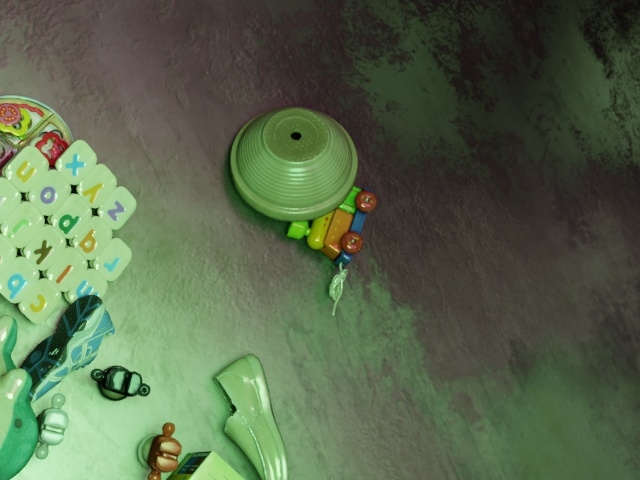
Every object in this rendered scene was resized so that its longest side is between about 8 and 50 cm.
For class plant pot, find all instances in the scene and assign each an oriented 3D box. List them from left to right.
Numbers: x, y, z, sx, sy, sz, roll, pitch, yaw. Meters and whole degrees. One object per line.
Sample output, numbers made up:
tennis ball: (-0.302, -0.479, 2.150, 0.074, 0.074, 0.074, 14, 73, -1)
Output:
plant pot: (-0.048, -0.162, 1.910, 0.237, 0.110, 0.237, 1, 62, -2)

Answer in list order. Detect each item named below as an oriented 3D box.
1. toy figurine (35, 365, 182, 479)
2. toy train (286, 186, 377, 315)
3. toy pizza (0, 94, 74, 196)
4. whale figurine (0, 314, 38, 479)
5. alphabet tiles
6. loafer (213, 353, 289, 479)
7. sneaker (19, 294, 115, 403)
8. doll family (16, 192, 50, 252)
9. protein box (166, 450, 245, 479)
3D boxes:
toy figurine: (-0.347, 0.321, 1.697, 0.209, 0.148, 0.213, -32, 94, -21)
toy train: (0.000, 0.000, 1.950, 0.143, 0.105, 0.248, 22, 70, -7)
toy pizza: (-0.516, -0.154, 1.790, 0.201, 0.032, 0.201, 6, 76, -23)
whale figurine: (-0.505, 0.254, 1.625, 0.141, 0.216, 0.272, 36, 37, -38)
alphabet tiles: (-0.433, -0.015, 1.730, 0.278, 0.021, 0.284, -56, 130, -24)
loafer: (-0.119, 0.333, 1.818, 0.092, 0.102, 0.268, -13, 69, -11)
sneaker: (-0.413, 0.190, 1.720, 0.211, 0.080, 0.081, -50, 134, -23)
doll family: (-0.510, 0.002, 1.727, 0.193, 0.076, 0.111, -34, 103, -24)
protein box: (-0.190, 0.487, 1.724, 0.200, 0.136, 0.201, 45, 64, -9)
